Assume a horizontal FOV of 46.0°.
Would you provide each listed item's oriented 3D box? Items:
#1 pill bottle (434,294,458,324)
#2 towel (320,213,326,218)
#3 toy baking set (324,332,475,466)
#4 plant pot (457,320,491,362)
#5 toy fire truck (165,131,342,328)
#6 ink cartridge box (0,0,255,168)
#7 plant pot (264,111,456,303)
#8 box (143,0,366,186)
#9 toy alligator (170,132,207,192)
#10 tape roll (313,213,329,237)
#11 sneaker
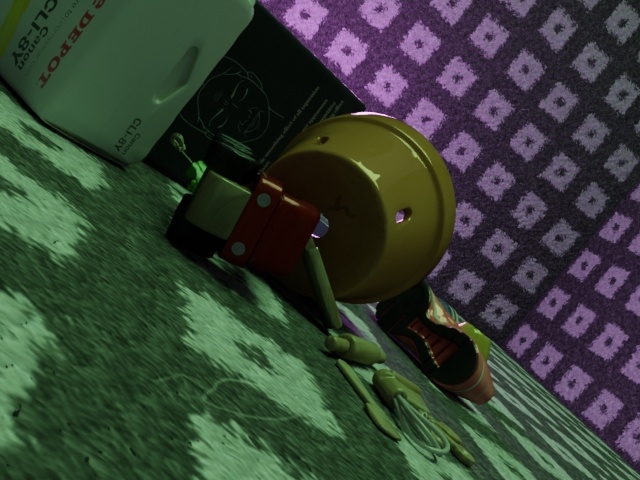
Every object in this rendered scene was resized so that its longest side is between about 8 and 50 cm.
[{"bbox_3d":[0.232,0.161,1.693,0.169,0.094,0.094,34,6,-46],"label":"pill bottle"},{"bbox_3d":[-0.046,-0.127,2.189,0.235,0.121,0.283,38,5,7],"label":"towel"},{"bbox_3d":[0.089,0.173,0.850,0.197,0.030,0.256,42,5,33],"label":"toy baking set"},{"bbox_3d":[0.305,0.229,1.595,0.134,0.095,0.134,39,5,-4],"label":"plant pot"},{"bbox_3d":[-0.050,0.002,0.893,0.246,0.158,0.217,27,6,-12],"label":"toy fire truck"},{"bbox_3d":[-0.310,-0.321,0.992,0.384,0.279,0.160,41,6,33],"label":"ink cartridge box"},{"bbox_3d":[0.028,-0.036,1.074,0.291,0.291,0.203,40,21,12],"label":"plant pot"},{"bbox_3d":[-0.170,-0.242,1.251,0.395,0.293,0.212,34,6,-47],"label":"box"},{"bbox_3d":[-0.167,-0.075,1.104,0.190,0.056,0.051,47,47,-3],"label":"toy alligator"},{"bbox_3d":[0.000,0.000,1.552,0.189,0.080,0.189,39,4,-3],"label":"tape roll"},{"bbox_3d":[0.201,0.182,1.338,0.136,0.116,0.314,48,5,-36],"label":"sneaker"}]
